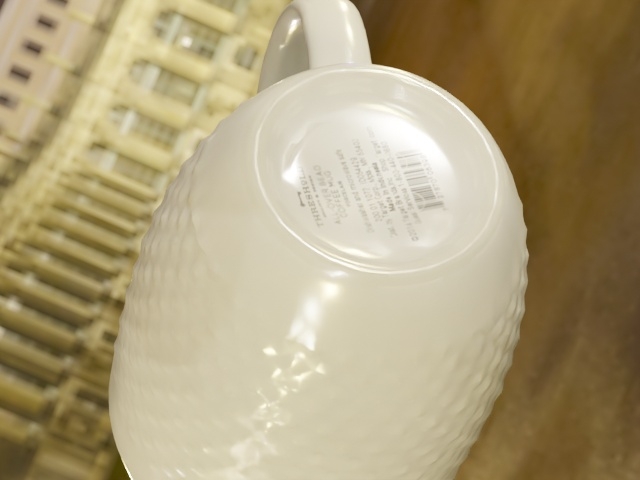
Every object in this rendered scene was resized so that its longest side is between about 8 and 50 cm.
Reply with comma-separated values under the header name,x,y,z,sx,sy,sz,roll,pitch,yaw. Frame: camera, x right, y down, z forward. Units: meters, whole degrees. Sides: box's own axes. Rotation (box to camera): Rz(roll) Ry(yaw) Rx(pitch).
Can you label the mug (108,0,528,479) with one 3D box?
name,x,y,z,sx,sy,sz,roll,pitch,yaw
mug,0.000,0.000,1.294,0.328,0.276,0.374,110,158,-56
